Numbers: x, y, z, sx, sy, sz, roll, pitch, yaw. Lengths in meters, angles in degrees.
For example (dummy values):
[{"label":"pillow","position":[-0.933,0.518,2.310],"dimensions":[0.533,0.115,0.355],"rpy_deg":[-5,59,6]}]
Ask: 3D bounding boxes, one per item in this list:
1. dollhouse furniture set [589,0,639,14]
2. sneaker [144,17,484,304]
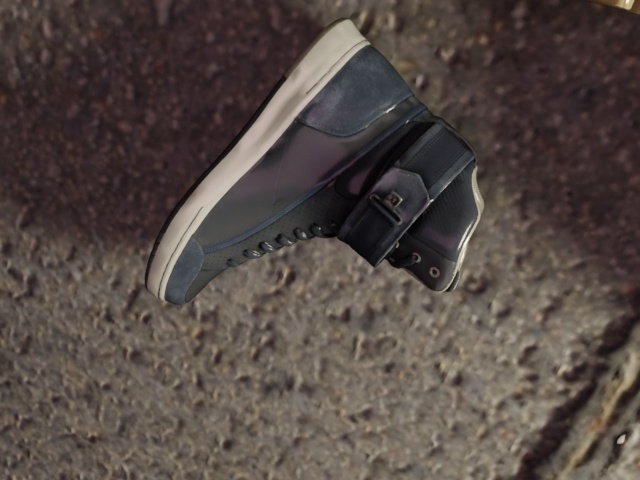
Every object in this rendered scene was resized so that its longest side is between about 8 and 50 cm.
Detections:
[{"label":"dollhouse furniture set","position":[0.044,-0.215,0.292],"dimensions":[0.242,0.212,0.161],"rpy_deg":[31,117,31]},{"label":"sneaker","position":[0.000,0.000,0.437],"dimensions":[0.163,0.086,0.226],"rpy_deg":[43,111,0]}]
